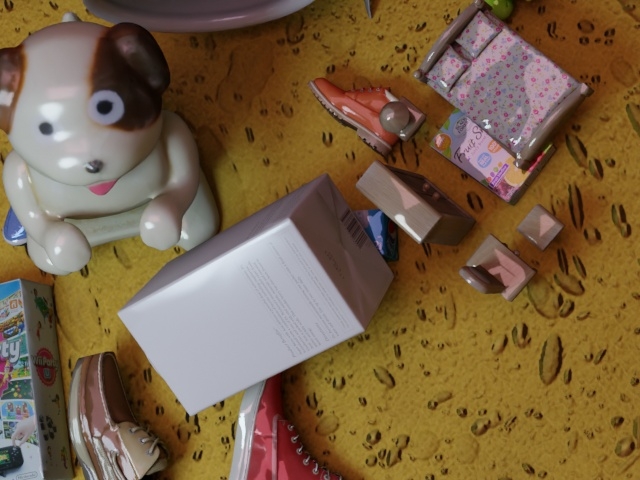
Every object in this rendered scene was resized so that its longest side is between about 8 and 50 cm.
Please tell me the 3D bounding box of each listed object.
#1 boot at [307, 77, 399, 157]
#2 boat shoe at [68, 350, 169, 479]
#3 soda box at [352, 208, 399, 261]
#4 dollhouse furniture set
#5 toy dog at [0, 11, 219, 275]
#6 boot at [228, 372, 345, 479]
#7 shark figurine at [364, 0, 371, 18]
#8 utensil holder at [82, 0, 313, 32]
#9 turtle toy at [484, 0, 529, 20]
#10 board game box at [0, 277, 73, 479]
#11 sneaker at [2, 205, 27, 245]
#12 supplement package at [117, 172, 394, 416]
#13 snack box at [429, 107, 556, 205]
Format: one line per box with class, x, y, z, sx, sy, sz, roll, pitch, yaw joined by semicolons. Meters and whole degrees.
boot;0.057;-0.196;1.691;0.158;0.059;0.084;38;92;12
boat shoe;-0.274;0.318;1.705;0.120;0.122;0.323;-12;86;13
soda box;0.000;0.000;1.670;0.210;0.071;0.067;-5;80;19
dollhouse furniture set;0.233;-0.151;1.505;0.303;0.174;0.355;43;105;19
toy dog;-0.288;-0.151;1.583;0.285;0.408;0.395;-2;81;-3
boot;-0.029;0.285;1.640;0.176;0.088;0.244;6;77;7
shark figurine;0.159;-0.410;1.633;0.278;0.166;0.116;-27;84;15
utensil holder;-0.172;-0.515;1.601;0.328;0.328;0.385;-9;82;18
turtle toy;0.268;-0.361;1.631;0.095;0.066;0.130;41;97;20
board game box;-0.508;0.232;1.806;0.224;0.097;0.303;-14;76;17
sneaker;-0.434;-0.087;1.834;0.080;0.081;0.211;33;93;21
supplement package;-0.083;0.071;1.574;0.293;0.175;0.177;-28;103;25
snack box;0.235;-0.128;1.622;0.141;0.037;0.100;39;96;21
